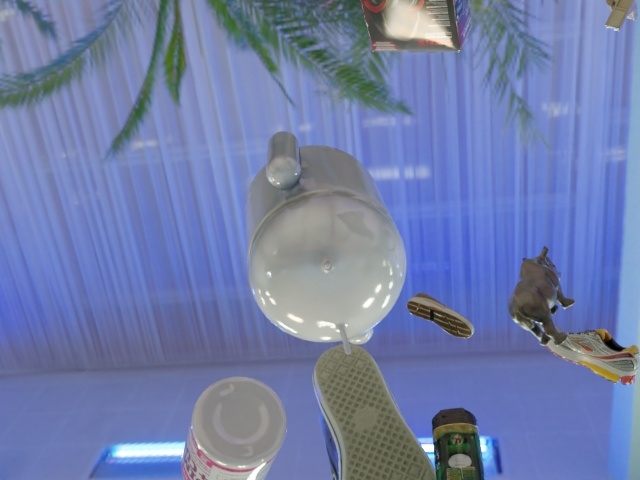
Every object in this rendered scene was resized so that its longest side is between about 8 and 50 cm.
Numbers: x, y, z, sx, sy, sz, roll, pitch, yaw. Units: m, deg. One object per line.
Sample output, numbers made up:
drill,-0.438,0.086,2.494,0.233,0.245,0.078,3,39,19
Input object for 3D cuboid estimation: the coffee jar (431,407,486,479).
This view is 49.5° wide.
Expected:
coffee jar,0.223,0.367,1.112,0.079,0.096,0.184,-8,-133,11

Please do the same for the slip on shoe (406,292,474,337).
slip on shoe,0.226,0.135,1.285,0.135,0.051,0.041,20,-140,32

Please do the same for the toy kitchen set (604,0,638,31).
toy kitchen set,0.664,-0.504,1.567,0.068,0.075,0.083,28,-175,31

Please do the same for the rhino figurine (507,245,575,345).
rhino figurine,0.390,0.086,1.225,0.073,0.106,0.243,-43,-175,36

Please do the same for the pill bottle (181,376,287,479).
pill bottle,-0.163,0.377,1.240,0.160,0.283,0.160,9,-131,-10

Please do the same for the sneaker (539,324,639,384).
sneaker,0.586,0.225,1.513,0.225,0.093,0.088,23,-162,36

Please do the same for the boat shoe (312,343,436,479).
boat shoe,0.104,0.423,1.277,0.186,0.156,0.500,-16,-134,-5

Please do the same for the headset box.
headset box,0.205,-0.539,1.520,0.218,0.293,0.110,9,-126,25

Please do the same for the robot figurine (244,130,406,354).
robot figurine,0.000,0.000,0.933,0.199,0.300,0.353,-25,-153,6
